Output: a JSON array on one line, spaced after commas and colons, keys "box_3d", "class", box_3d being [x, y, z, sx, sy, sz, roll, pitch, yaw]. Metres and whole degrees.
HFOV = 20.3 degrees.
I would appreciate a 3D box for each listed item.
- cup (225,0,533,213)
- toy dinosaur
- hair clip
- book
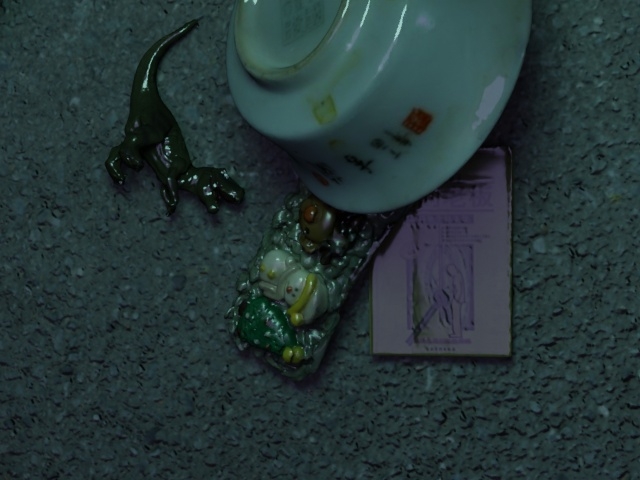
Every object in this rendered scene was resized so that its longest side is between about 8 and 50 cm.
[{"box_3d": [0.028, -0.214, 1.782, 0.347, 0.163, 0.347, -21, 59, 40], "class": "cup"}, {"box_3d": [-0.149, -0.122, 1.994, 0.187, 0.087, 0.179, 45, 65, -10], "class": "toy dinosaur"}, {"box_3d": [-0.001, 0.001, 1.917, 0.138, 0.091, 0.321, 34, 104, 18], "class": "hair clip"}, {"box_3d": [0.132, 0.012, 1.941, 0.161, 0.026, 0.231, 0, 94, 12], "class": "book"}]
